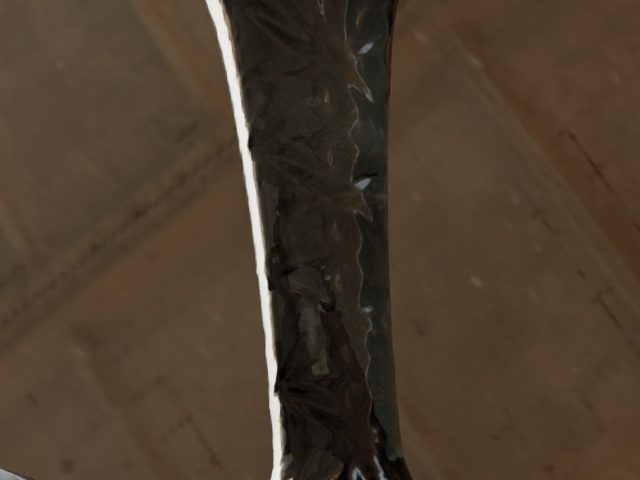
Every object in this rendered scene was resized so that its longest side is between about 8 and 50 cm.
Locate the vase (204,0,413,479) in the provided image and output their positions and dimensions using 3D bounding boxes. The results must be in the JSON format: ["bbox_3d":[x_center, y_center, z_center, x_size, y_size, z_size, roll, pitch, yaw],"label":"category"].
[{"bbox_3d":[0.000,0.000,0.491,0.059,0.059,0.167,-14,-116,22],"label":"vase"}]

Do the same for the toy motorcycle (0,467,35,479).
[{"bbox_3d":[-0.162,0.056,0.423,0.213,0.122,0.082,18,-63,1],"label":"toy motorcycle"}]
